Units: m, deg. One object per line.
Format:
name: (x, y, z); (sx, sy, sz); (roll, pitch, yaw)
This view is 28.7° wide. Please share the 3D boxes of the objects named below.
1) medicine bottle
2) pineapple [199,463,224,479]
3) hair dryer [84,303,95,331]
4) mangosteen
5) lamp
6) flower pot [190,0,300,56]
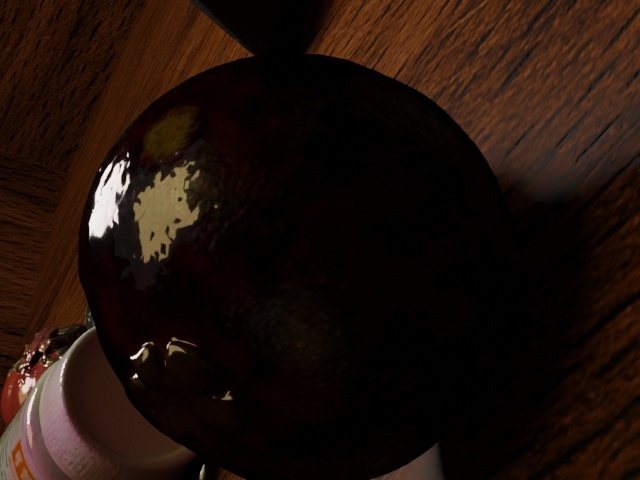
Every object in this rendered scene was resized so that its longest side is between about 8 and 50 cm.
medicine bottle: (-0.282, 0.259, 1.584); (0.388, 0.219, 0.219); (-46, 29, 51)
pineapple: (-0.076, 0.267, 1.144); (0.083, 0.103, 0.221); (-40, 7, -19)
hair dryer: (-0.378, 0.188, 2.256); (0.271, 0.091, 0.235); (131, 145, -78)
mangosteen: (0.000, 0.000, 0.885); (0.359, 0.306, 0.306); (-53, 2, -40)
lamp: (-0.372, 0.225, 1.891); (0.227, 0.227, 0.226); (-161, 90, -73)
flower pot: (-0.119, -0.447, 1.752); (0.251, 0.379, 0.379); (-47, 20, 5)
